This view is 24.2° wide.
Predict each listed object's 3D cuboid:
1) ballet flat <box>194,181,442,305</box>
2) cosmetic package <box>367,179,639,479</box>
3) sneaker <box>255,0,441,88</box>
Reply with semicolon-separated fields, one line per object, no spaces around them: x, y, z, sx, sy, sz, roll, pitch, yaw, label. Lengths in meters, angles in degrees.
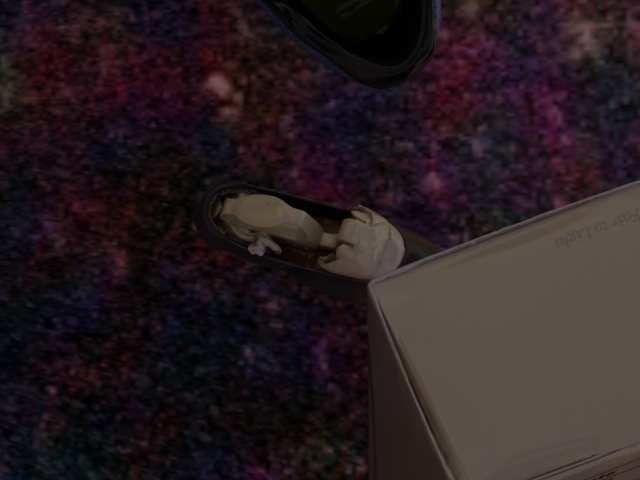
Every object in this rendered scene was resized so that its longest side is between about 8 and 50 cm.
0.000;0.000;1.113;0.074;0.203;0.074;17;90;-83;ballet flat
0.113;0.108;0.740;0.160;0.113;0.309;-19;152;-9;cosmetic package
-0.022;-0.202;0.669;0.130;0.147;0.330;-32;128;6;sneaker
